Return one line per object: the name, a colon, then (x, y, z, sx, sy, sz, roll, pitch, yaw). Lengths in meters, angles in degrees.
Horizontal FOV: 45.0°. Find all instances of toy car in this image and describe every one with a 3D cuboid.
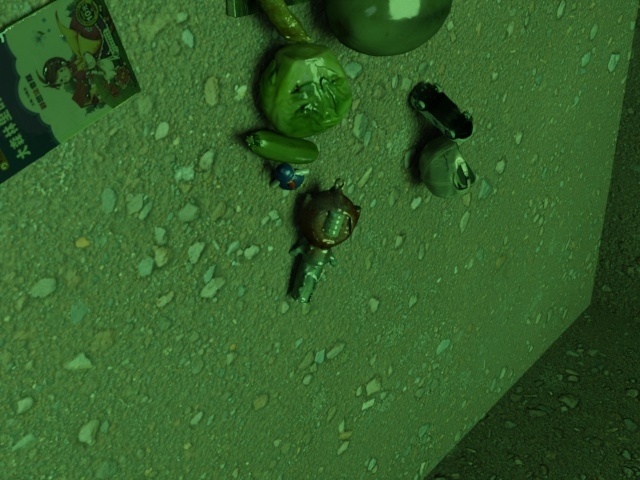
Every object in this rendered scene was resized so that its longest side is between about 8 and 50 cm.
toy car: (0.340, -0.354, 2.151, 0.205, 0.056, 0.095, 43, 65, -6)

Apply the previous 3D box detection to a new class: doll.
doll: (-0.075, -0.150, 1.804, 0.099, 0.057, 0.143, -22, 168, 6)

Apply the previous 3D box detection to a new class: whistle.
whistle: (-0.001, 0.000, 1.952, 0.142, 0.134, 0.346, 2, 116, -37)

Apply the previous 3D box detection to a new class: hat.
hat: (0.378, -0.249, 2.279, 0.232, 0.161, 0.275, 81, 23, -43)

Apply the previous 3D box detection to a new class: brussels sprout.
brussels sprout: (-0.037, -0.328, 1.703, 0.223, 0.161, 0.223, -13, 123, -21)

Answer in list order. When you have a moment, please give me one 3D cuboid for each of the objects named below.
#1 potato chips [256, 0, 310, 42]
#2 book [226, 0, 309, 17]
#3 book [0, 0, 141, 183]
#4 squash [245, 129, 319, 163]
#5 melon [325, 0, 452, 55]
potato chips: (-0.114, -0.525, 1.492, 0.080, 0.057, 0.407, -24, 147, 2)
book: (-0.105, -0.559, 1.596, 0.228, 0.024, 0.160, -27, 126, -41)
book: (-0.463, -0.269, 1.307, 0.322, 0.018, 0.228, -44, 138, -28)
squash: (-0.094, -0.213, 1.761, 0.252, 0.066, 0.066, 5, 105, -52)
melon: (0.156, -0.545, 1.741, 0.308, 0.272, 0.271, -24, 127, -51)
